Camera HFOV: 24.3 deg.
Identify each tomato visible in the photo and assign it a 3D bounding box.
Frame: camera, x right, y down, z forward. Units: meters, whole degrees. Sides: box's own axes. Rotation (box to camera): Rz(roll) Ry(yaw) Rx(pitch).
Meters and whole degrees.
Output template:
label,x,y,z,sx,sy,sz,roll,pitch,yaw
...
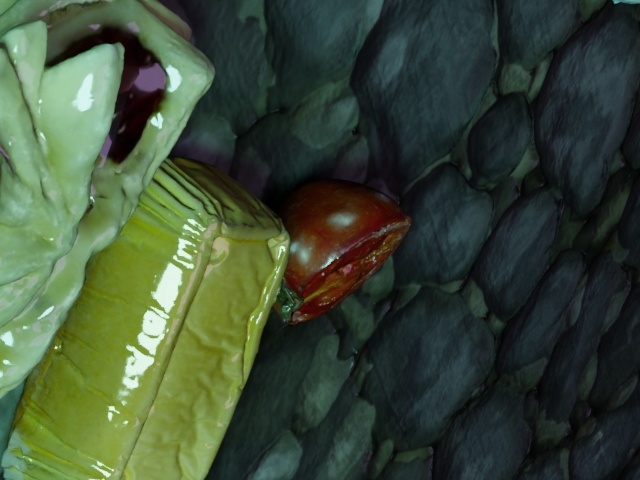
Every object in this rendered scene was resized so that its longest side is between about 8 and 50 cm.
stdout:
label,x,y,z,sx,sy,sz,roll,pitch,yaw
tomato,0.000,0.000,1.306,0.139,0.091,0.159,-33,163,-22

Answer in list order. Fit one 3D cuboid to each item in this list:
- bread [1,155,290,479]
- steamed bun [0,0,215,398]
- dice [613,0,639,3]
label,x,y,z,sx,sy,sz,roll,pitch,yaw
bread,-0.134,0.077,1.161,0.152,0.119,0.288,7,107,-56
steamed bun,-0.226,-0.014,0.943,0.428,0.189,0.247,-54,136,-11
dice,0.215,-0.386,1.020,0.328,0.330,0.348,23,129,-33
